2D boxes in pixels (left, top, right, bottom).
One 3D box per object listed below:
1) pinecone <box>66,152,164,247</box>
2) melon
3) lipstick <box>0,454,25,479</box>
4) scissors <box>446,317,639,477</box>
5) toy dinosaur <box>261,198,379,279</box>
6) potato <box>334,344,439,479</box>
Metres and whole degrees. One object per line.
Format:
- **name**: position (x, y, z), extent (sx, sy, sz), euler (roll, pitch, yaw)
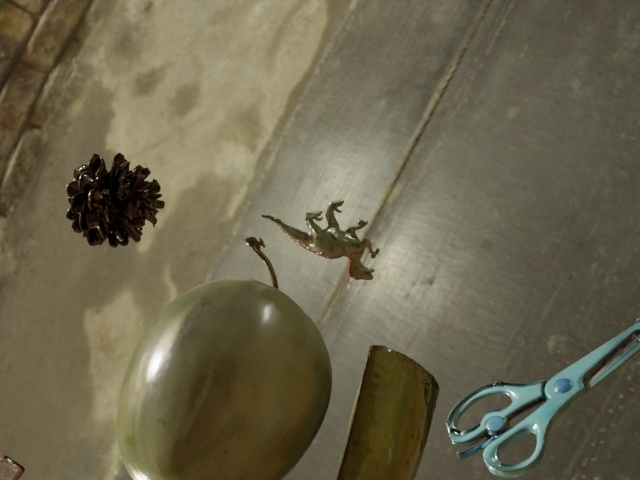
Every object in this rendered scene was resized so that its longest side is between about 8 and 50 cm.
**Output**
- **pinecone**: position (-0.286, -0.057, 1.069), extent (0.120, 0.140, 0.140), euler (5, 77, 14)
- **melon**: position (-0.120, 0.189, 0.962), extent (0.308, 0.272, 0.271), euler (-36, 45, -28)
- **lipstick**: position (-0.498, 0.384, 1.121), extent (0.045, 0.145, 0.045), euler (38, 113, -6)
- **scissors**: position (0.383, 0.241, 1.222), extent (0.392, 0.032, 0.180), euler (-32, 35, -6)
- **toy dinosaur**: position (0.000, 0.000, 1.494), extent (0.053, 0.242, 0.167), euler (-109, 24, -61)
- **potato**: position (0.073, 0.307, 1.012), extent (0.112, 0.269, 0.255), euler (15, 64, 8)
